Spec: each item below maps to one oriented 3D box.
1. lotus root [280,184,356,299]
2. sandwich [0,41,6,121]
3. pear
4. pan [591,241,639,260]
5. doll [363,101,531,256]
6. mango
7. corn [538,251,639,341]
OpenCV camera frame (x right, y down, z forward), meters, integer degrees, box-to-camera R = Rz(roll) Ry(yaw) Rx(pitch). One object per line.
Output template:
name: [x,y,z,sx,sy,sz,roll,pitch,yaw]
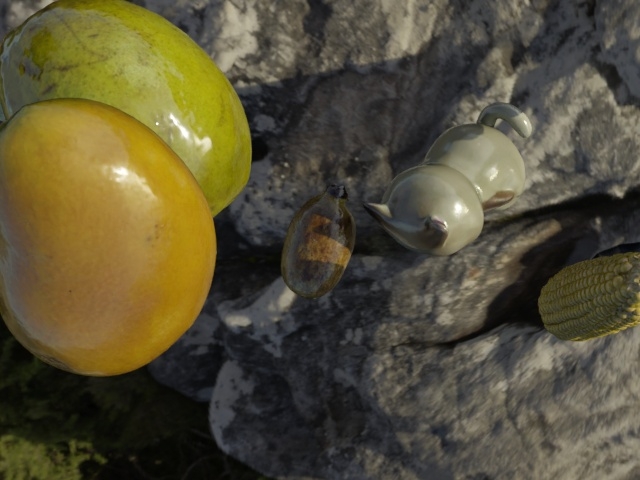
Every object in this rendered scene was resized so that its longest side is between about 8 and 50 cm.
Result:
lotus root: [0.000,0.000,1.644,0.145,0.128,0.260,26,109,25]
sandwich: [-0.665,-0.324,1.548,0.186,0.214,0.065,26,64,-2]
pear: [-0.221,-0.140,0.897,0.253,0.253,0.307,-30,100,18]
pan: [0.678,0.045,1.648,0.202,0.128,0.048,-11,111,47]
doll: [0.275,-0.105,1.605,0.215,0.226,0.370,25,56,30]
mango: [-0.170,0.004,0.622,0.254,0.176,0.139,105,149,-42]
corn: [0.452,0.093,1.259,0.130,0.347,0.130,1,78,-6]
